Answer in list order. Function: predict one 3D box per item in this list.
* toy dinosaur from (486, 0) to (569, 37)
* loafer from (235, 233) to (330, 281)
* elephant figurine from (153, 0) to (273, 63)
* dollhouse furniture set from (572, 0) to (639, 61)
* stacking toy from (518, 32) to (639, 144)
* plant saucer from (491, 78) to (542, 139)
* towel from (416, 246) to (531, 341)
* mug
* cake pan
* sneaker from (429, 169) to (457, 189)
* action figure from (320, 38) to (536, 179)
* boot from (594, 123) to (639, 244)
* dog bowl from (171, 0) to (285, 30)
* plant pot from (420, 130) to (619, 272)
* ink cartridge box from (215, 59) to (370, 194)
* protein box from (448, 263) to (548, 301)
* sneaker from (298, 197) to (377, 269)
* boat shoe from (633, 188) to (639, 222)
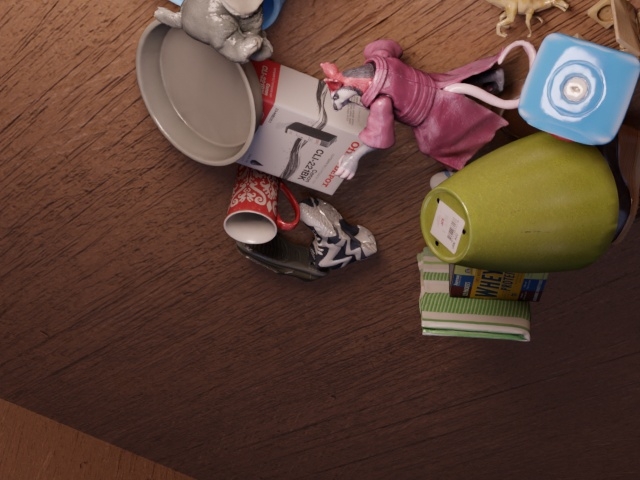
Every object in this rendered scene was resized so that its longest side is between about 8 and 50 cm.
[{"bbox_3d":[0.332,-0.405,1.619,0.183,0.053,0.093,4,129,-10],"label":"toy dinosaur"},{"bbox_3d":[-0.100,0.047,2.234,0.251,0.094,0.087,23,136,-23],"label":"loafer"},{"bbox_3d":[-0.113,-0.416,1.471,0.169,0.186,0.239,42,127,19],"label":"elephant figurine"},{"bbox_3d":[0.507,-0.318,1.637,0.144,0.123,0.151,26,139,-25],"label":"dollhouse furniture set"},{"bbox_3d":[0.473,-0.251,1.671,0.175,0.166,0.302,22,-171,19],"label":"stacking toy"},{"bbox_3d":[0.420,-0.249,1.824,0.168,0.029,0.168,3,143,2],"label":"plant saucer"},{"bbox_3d":[0.340,0.114,2.087,0.247,0.325,0.038,3,121,4],"label":"towel"},{"bbox_3d":[-0.127,-0.085,1.996,0.150,0.169,0.113,31,136,-31],"label":"mug"},{"bbox_3d":[-0.219,-0.280,1.725,0.293,0.054,0.293,23,132,29],"label":"cake pan"},{"bbox_3d":[0.318,-0.069,1.953,0.237,0.086,0.085,37,147,26],"label":"sneaker"},{"bbox_3d":[0.167,-0.243,1.644,0.370,0.248,0.275,10,162,-34],"label":"action figure"},{"bbox_3d":[0.524,-0.120,1.840,0.206,0.090,0.249,8,113,4],"label":"boot"},{"bbox_3d":[-0.189,-0.455,1.582,0.297,0.074,0.166,24,139,-25],"label":"dog bowl"},{"bbox_3d":[0.338,-0.053,1.701,0.293,0.275,0.275,-12,154,-32],"label":"plant pot"},{"bbox_3d":[-0.052,-0.223,1.845,0.272,0.114,0.197,18,141,-17],"label":"ink cartridge box"},{"bbox_3d":[0.384,0.009,2.031,0.199,0.201,0.136,3,144,3],"label":"protein box"},{"bbox_3d":[0.000,0.000,2.157,0.235,0.094,0.153,24,132,-39],"label":"sneaker"},{"bbox_3d":[0.530,-0.113,1.920,0.323,0.123,0.120,6,140,-2],"label":"boat shoe"}]
